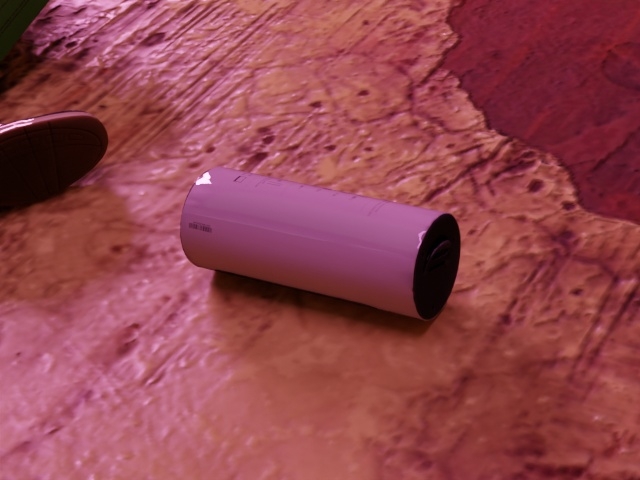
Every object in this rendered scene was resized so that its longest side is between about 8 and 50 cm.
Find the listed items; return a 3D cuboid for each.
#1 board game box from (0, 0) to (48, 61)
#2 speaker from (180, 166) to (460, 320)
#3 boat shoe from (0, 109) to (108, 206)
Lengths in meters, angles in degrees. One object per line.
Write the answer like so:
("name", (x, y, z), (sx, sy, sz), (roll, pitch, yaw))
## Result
("board game box", (-0.342, -0.187, 0.984), (0.316, 0.064, 0.242), (13, 56, 28))
("speaker", (0.000, 0.000, 0.701), (0.136, 0.055, 0.055), (12, 41, 27))
("boat shoe", (-0.200, -0.045, 0.810), (0.152, 0.056, 0.049), (-21, 42, -16))
